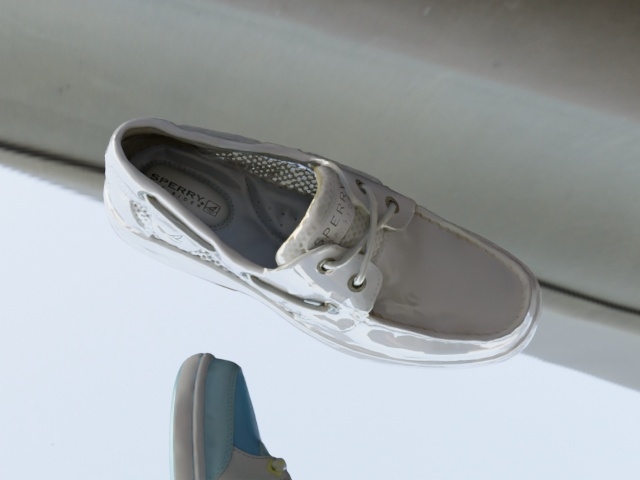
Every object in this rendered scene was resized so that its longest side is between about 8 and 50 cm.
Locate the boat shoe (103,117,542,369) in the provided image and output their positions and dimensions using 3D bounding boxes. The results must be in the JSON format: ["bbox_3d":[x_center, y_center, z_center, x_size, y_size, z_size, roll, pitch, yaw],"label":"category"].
[{"bbox_3d":[0.000,0.000,0.760,0.277,0.096,0.098,17,-110,3],"label":"boat shoe"}]

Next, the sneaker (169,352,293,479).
[{"bbox_3d":[0.000,0.228,0.995,0.208,0.127,0.319,-11,-108,2],"label":"sneaker"}]
